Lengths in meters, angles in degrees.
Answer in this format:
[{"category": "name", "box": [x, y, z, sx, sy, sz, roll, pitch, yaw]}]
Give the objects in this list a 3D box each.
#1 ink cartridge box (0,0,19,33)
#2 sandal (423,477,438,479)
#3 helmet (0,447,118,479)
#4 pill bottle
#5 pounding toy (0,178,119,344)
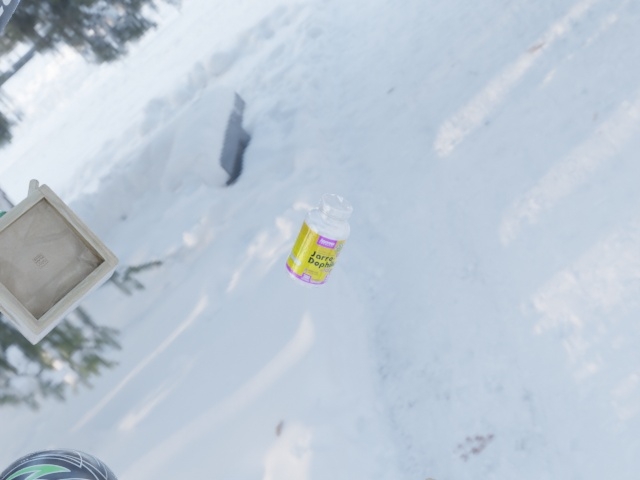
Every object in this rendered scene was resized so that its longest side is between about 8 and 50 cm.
[{"category": "ink cartridge box", "box": [-0.243, -0.236, 0.567, 0.371, 0.069, 0.176, 103, -178, -58]}, {"category": "sandal", "box": [0.164, 0.314, 0.985, 0.079, 0.088, 0.240, -63, 11, 10]}, {"category": "helmet", "box": [-0.335, 0.342, 1.102, 0.169, 0.169, 0.162, -10, 51, 54]}, {"category": "pill bottle", "box": [0.000, 0.000, 0.801, 0.043, 0.043, 0.083, -87, 19, -62]}, {"category": "pounding toy", "box": [-0.295, 0.011, 0.907, 0.130, 0.141, 0.100, -45, 3, -25]}]
